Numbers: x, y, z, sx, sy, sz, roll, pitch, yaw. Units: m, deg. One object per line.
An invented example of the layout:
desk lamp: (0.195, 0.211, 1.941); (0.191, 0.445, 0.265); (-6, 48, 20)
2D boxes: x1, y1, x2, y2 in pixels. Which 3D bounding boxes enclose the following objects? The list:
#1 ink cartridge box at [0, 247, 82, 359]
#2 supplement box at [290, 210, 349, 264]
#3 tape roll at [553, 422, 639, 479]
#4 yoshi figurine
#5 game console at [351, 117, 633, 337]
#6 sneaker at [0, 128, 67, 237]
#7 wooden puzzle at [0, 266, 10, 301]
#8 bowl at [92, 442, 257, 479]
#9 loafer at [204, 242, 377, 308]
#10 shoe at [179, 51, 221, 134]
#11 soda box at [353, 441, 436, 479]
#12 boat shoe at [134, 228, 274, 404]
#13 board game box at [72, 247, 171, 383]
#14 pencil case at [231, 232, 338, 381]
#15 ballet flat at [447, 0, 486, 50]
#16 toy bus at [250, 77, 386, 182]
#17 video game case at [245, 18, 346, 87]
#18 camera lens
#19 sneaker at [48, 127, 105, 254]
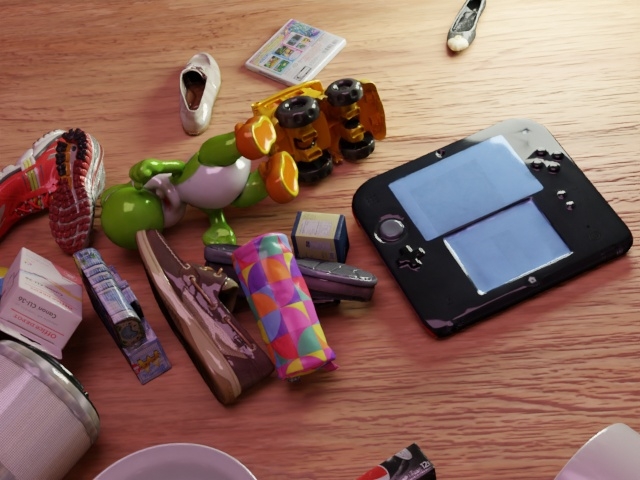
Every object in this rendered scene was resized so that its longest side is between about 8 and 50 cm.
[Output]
ink cartridge box: (-0.441, 0.099, 1.823); (0.067, 0.115, 0.198); (-55, 23, 13)
supplement box: (0.000, 0.000, 1.956); (0.083, 0.083, 0.056); (5, 51, 13)
tape roll: (0.387, 0.379, 1.463); (0.169, 0.246, 0.246); (35, 63, 31)
yoshi figurine: (-0.233, -0.074, 1.984); (0.362, 0.203, 0.203); (-18, 77, 22)
game console: (0.279, -0.036, 1.954); (0.386, 0.060, 0.342); (-24, 50, -9)
sneaker: (-0.526, -0.091, 2.122); (0.118, 0.107, 0.279); (32, 65, 15)
wooden puzzle: (-0.567, 0.079, 1.944); (0.239, 0.044, 0.221); (12, 16, 17)
bowl: (-0.201, 0.440, 1.591); (0.298, 0.134, 0.298); (-5, 50, 7)
loafer: (-0.054, 0.074, 1.915); (0.302, 0.095, 0.109); (11, 10, 17)
shoe: (-0.239, -0.304, 2.272); (0.076, 0.058, 0.219); (-5, 50, 6)
soda box: (0.084, 0.364, 1.651); (0.169, 0.060, 0.053); (-29, 51, -14)
boat shoe: (-0.189, 0.103, 1.875); (0.123, 0.123, 0.342); (-28, 58, -15)
board game box: (-0.317, 0.126, 1.868); (0.060, 0.194, 0.194); (-30, 66, -15)
pencil case: (-0.058, 0.106, 1.805); (0.104, 0.104, 0.236); (-21, 81, -8)
ballet flat: (0.289, -0.441, 2.297); (0.057, 0.049, 0.173); (10, 53, 19)
toy bus: (-0.018, -0.228, 2.130); (0.220, 0.149, 0.211); (-26, 35, -14)
video game case: (-0.050, -0.377, 2.326); (0.143, 0.019, 0.157); (26, 60, 28)
camera lens: (-0.480, 0.302, 1.701); (0.219, 0.219, 0.274); (24, 58, 27)
sneaker: (-0.426, -0.084, 2.080); (0.088, 0.093, 0.225); (1, 80, 23)
